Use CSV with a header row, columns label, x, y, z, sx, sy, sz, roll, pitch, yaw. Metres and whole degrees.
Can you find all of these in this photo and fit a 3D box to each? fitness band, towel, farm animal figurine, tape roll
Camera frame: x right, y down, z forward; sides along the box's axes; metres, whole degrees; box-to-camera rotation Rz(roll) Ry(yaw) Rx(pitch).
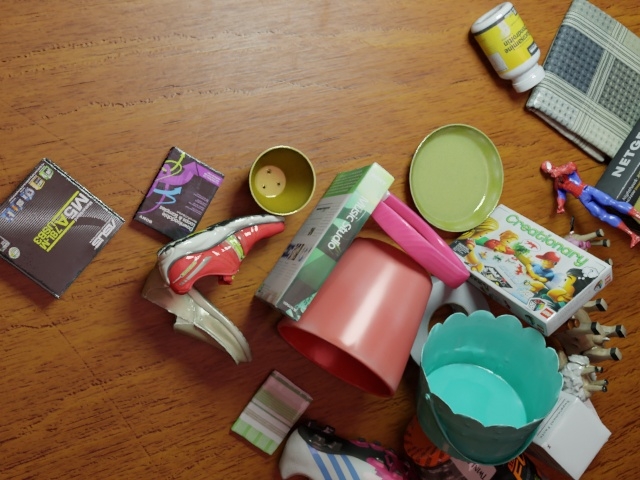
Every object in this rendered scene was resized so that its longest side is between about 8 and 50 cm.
label,x,y,z,sx,sy,sz,roll,pitch,yaw
fitness band,0.201,-0.005,1.392,0.054,0.209,0.291,-47,132,12
towel,-0.103,0.362,1.432,0.113,0.023,0.152,40,83,-16
towel,0.673,-0.379,1.648,0.324,0.056,0.312,27,82,-18
farm animal figurine,0.572,0.158,1.571,0.330,0.172,0.326,-41,107,-40
tape roll,0.273,0.190,1.527,0.219,0.072,0.219,-2,96,-20

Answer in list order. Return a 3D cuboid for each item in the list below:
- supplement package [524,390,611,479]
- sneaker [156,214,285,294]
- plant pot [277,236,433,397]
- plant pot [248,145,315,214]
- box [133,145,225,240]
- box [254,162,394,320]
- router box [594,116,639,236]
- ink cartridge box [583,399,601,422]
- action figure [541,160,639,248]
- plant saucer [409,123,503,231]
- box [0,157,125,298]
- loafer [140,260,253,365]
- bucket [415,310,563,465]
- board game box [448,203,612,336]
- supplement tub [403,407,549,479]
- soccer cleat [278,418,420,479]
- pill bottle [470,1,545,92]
label,x,y,z,sx,sy,sz,roll,pitch,yaw
supplement package,0.498,0.411,1.536,0.134,0.244,0.139,45,80,-18
sneaker,-0.182,0.025,1.305,0.279,0.107,0.118,-24,101,-34
plant pot,0.088,0.144,1.366,0.275,0.275,0.243,40,70,-19
plant pot,-0.088,-0.120,1.354,0.134,0.095,0.134,-2,96,-20
box,-0.275,-0.086,1.324,0.116,0.029,0.162,29,85,-20
box,0.000,0.000,1.323,0.058,0.232,0.322,35,83,-13
router box,0.831,-0.177,1.652,0.243,0.081,0.308,32,92,-32
ink cartridge box,0.641,0.483,1.692,0.180,0.060,0.104,-35,105,-14
action figure,0.602,-0.088,1.547,0.139,0.280,0.091,-23,147,-39
plant saucer,0.301,-0.140,1.528,0.241,0.037,0.240,-2,95,-19
box,-0.491,-0.022,1.241,0.184,0.045,0.190,42,80,-16
loafer,-0.243,0.155,1.324,0.092,0.102,0.268,-45,98,-10
bucket,0.323,0.298,1.356,0.281,0.281,0.183,-16,140,-18
board game box,0.435,0.054,1.460,0.193,0.305,0.053,-37,134,-14
supplement tub,0.352,0.515,1.511,0.207,0.207,0.338,-48,108,-11
soccer cleat,0.060,0.500,1.465,0.331,0.116,0.143,28,102,-19
pill bottle,0.424,-0.428,1.515,0.103,0.103,0.184,-42,107,-12
